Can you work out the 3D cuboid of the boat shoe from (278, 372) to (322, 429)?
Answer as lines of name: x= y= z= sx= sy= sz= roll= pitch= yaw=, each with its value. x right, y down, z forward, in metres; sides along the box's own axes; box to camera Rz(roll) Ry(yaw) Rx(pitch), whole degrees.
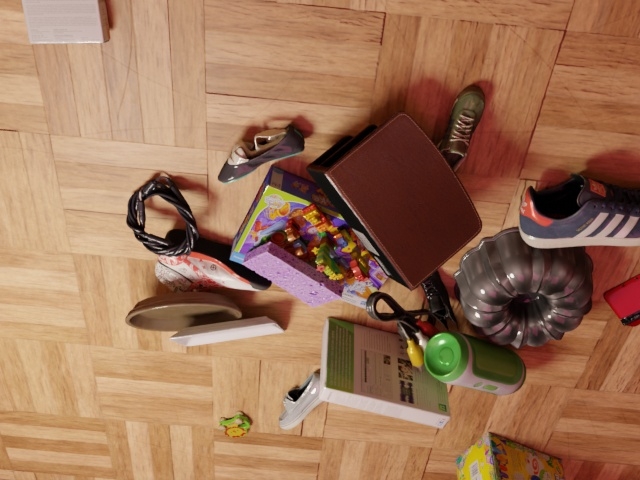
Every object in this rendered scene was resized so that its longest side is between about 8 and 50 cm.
boat shoe: x=-0.059 y=0.441 z=1.999 sx=0.081 sy=0.079 sz=0.227 roll=36 pitch=119 yaw=-13

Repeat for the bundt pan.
bundt pan: x=0.480 y=0.129 z=1.667 sx=0.330 sy=0.124 sz=0.331 roll=1 pitch=130 yaw=1

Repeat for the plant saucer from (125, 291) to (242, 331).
plant saucer: x=-0.328 y=0.173 z=1.729 sx=0.277 sy=0.041 sz=0.278 roll=-6 pitch=161 yaw=-2

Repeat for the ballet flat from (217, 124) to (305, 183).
ballet flat: x=-0.132 y=-0.184 z=1.474 sx=0.203 sy=0.074 sz=0.074 roll=-21 pitch=126 yaw=12

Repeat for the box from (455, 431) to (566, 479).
box: x=0.568 y=0.762 z=2.085 sx=0.279 sy=0.290 sz=0.177 roll=24 pitch=127 yaw=-15

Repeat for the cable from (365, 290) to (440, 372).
cable: x=0.215 y=0.193 z=1.711 sx=0.072 sy=0.139 sz=0.287 roll=17 pitch=155 yaw=43

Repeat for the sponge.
sponge: x=-0.061 y=0.078 z=1.585 sx=0.210 sy=0.031 sz=0.117 roll=33 pitch=149 yaw=-24

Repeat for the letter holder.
letter holder: x=0.155 y=-0.091 z=1.453 sx=0.214 sy=0.152 sz=0.302 roll=-40 pitch=106 yaw=-6

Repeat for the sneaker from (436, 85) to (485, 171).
sneaker: x=0.277 y=-0.203 z=1.422 sx=0.064 sy=0.086 sz=0.192 roll=15 pitch=129 yaw=-9

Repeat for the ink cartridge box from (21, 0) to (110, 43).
ink cartridge box: x=-0.469 y=-0.450 z=1.302 sx=0.145 sy=0.045 sz=0.179 roll=1 pitch=112 yaw=4

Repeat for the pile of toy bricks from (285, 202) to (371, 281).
pile of toy bricks: x=0.012 y=0.031 z=1.519 sx=0.118 sy=0.105 sz=0.212 roll=-28 pitch=123 yaw=24

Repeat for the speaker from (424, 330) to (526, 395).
speaker: x=0.384 y=0.305 z=1.764 sx=0.296 sy=0.131 sz=0.131 roll=21 pitch=132 yaw=-42

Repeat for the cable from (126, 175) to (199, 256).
cable: x=-0.347 y=-0.038 z=1.575 sx=0.150 sy=0.047 sz=0.185 roll=-32 pitch=92 yaw=15

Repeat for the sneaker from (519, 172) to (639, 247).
sneaker: x=0.589 y=-0.075 z=1.481 sx=0.349 sy=0.131 sz=0.148 roll=-9 pitch=133 yaw=11

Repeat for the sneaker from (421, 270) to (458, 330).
sneaker: x=0.275 y=0.133 z=1.703 sx=0.051 sy=0.089 sz=0.170 roll=-23 pitch=125 yaw=21

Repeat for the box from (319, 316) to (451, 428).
box: x=0.157 y=0.325 z=1.779 sx=0.321 sy=0.232 sz=0.059 roll=16 pitch=128 yaw=-10

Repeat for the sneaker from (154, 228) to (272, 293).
sneaker: x=-0.257 y=0.080 z=1.693 sx=0.270 sy=0.090 sz=0.145 roll=23 pitch=129 yaw=-11

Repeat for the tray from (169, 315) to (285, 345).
tray: x=-0.233 y=0.227 z=1.810 sx=0.270 sy=0.030 sz=0.145 roll=-9 pitch=165 yaw=4

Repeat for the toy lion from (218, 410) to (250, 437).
toy lion: x=-0.250 y=0.554 z=2.130 sx=0.100 sy=0.034 sz=0.096 roll=-26 pitch=131 yaw=23

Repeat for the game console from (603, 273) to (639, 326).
game console: x=0.781 y=0.138 z=1.727 sx=0.144 sy=0.085 sz=0.124 roll=-36 pitch=151 yaw=29

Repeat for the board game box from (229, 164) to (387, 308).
board game box: x=0.000 y=0.000 z=1.615 sx=0.347 sy=0.078 sz=0.233 roll=21 pitch=128 yaw=-14
